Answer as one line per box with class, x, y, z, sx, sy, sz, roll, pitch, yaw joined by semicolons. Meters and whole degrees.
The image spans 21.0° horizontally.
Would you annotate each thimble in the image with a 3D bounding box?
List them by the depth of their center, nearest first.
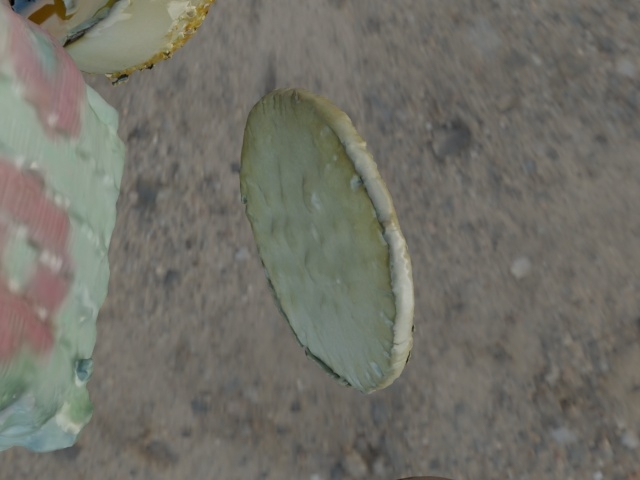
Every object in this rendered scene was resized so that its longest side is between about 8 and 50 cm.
thimble;-0.172;-0.011;0.614;0.211;0.149;0.185;20;153;-19

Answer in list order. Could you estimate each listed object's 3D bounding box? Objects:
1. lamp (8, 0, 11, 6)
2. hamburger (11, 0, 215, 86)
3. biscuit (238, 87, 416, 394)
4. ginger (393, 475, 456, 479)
lamp;-0.279;-0.060;1.221;0.180;0.180;0.258;12;84;-6
hamburger;-0.203;-0.290;1.537;0.276;0.179;0.294;-33;78;32
biscuit;0.000;0.000;0.791;0.020;0.152;0.152;-20;112;-24
ginger;-0.017;0.246;0.374;0.176;0.254;0.418;26;72;-7
